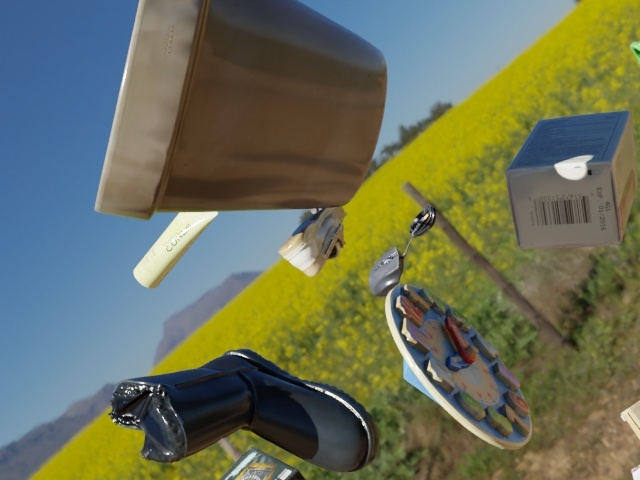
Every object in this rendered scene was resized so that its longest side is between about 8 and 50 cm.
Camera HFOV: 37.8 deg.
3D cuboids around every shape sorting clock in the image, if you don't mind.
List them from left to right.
[{"bbox_3d":[0.145,0.124,0.960,0.040,0.206,0.206,-49,-3,23],"label":"shape sorting clock"}]

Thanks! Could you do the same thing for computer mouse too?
[{"bbox_3d":[0.147,0.019,1.745,0.071,0.041,0.242,-91,24,-47],"label":"computer mouse"}]

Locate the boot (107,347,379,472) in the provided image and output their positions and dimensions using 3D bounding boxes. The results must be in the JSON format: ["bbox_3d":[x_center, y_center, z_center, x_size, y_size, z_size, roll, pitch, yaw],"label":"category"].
[{"bbox_3d":[-0.086,0.206,1.030,0.207,0.246,0.094,-12,-59,-52],"label":"boot"}]

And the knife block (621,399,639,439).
[{"bbox_3d":[0.736,0.316,1.890,0.242,0.088,0.275,-39,-19,12],"label":"knife block"}]

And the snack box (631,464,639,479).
[{"bbox_3d":[0.419,0.244,0.988,0.100,0.141,0.037,119,153,-53],"label":"snack box"}]

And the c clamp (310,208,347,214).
[{"bbox_3d":[-0.008,-0.087,1.656,0.161,0.137,0.022,-67,-14,-60],"label":"c clamp"}]

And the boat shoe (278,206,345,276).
[{"bbox_3d":[0.000,0.000,1.168,0.063,0.059,0.170,-37,5,28],"label":"boat shoe"}]

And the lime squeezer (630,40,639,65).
[{"bbox_3d":[0.393,-0.220,1.024,0.310,0.059,0.110,-32,-4,-43],"label":"lime squeezer"}]

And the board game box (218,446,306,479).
[{"bbox_3d":[-0.120,0.363,1.251,0.186,0.026,0.126,-42,25,-23],"label":"board game box"}]

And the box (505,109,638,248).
[{"bbox_3d":[0.377,-0.092,1.378,0.148,0.127,0.232,-3,23,27],"label":"box"}]

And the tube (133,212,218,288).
[{"bbox_3d":[-0.295,-0.004,1.919,0.240,0.070,0.062,-47,1,22],"label":"tube"}]

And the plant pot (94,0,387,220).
[{"bbox_3d":[-0.085,-0.161,1.059,0.323,0.280,0.323,-168,90,-77],"label":"plant pot"}]
